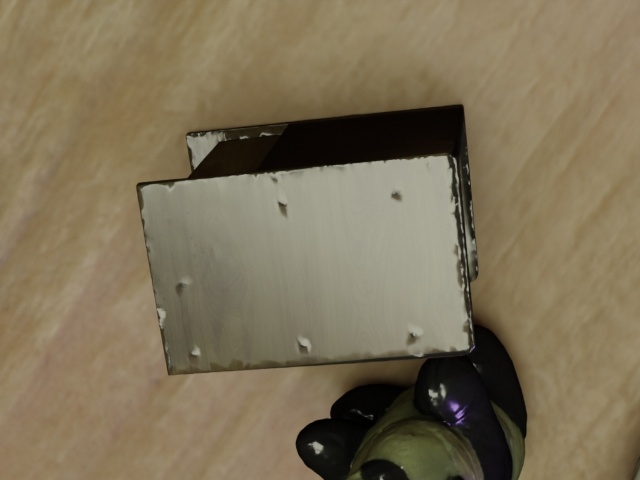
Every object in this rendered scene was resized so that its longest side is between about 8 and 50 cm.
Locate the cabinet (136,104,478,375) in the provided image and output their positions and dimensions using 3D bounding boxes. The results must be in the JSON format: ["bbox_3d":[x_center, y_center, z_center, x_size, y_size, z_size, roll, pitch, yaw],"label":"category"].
[{"bbox_3d":[0.000,0.000,1.148,0.215,0.175,0.148,-5,105,8],"label":"cabinet"}]

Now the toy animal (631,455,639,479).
[{"bbox_3d":[0.312,0.225,1.154,0.206,0.271,0.265,16,92,-23],"label":"toy animal"}]

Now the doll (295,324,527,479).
[{"bbox_3d":[0.078,0.154,1.163,0.143,0.234,0.135,-32,85,18],"label":"doll"}]
